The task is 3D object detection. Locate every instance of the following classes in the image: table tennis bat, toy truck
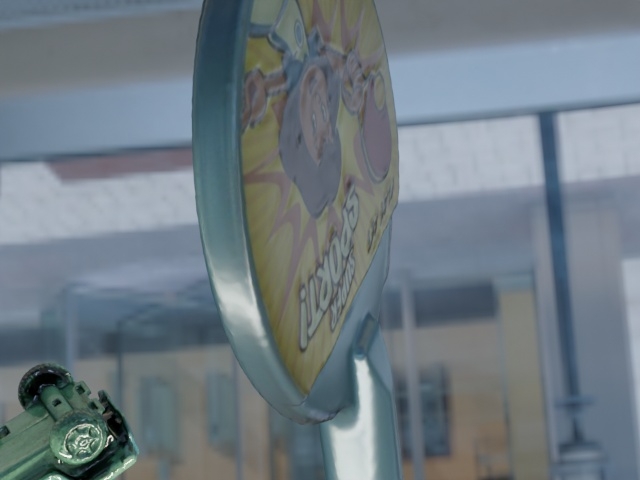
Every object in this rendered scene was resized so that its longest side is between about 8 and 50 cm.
[{"bbox_3d":[0.000,0.000,0.853,0.044,0.215,0.329,1,124,18],"label":"table tennis bat"},{"bbox_3d":[-0.347,0.272,2.074,0.278,0.156,0.155,-32,-148,-13],"label":"toy truck"}]
